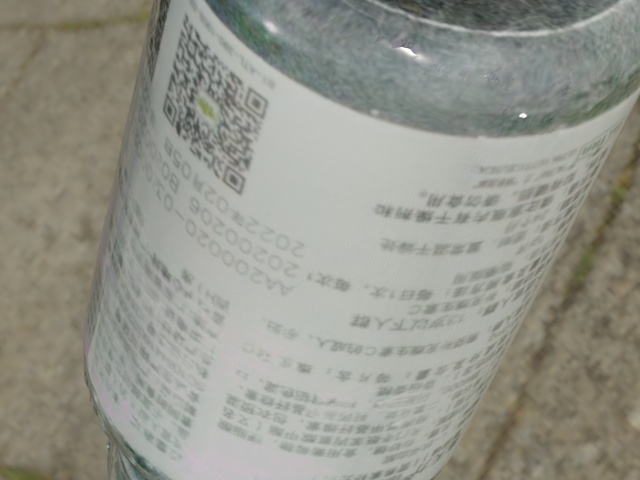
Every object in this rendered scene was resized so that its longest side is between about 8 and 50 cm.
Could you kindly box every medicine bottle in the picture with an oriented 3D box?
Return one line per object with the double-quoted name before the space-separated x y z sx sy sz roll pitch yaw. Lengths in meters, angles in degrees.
"medicine bottle" 0.000 0.000 0.575 0.293 0.141 0.141 110 167 -46
